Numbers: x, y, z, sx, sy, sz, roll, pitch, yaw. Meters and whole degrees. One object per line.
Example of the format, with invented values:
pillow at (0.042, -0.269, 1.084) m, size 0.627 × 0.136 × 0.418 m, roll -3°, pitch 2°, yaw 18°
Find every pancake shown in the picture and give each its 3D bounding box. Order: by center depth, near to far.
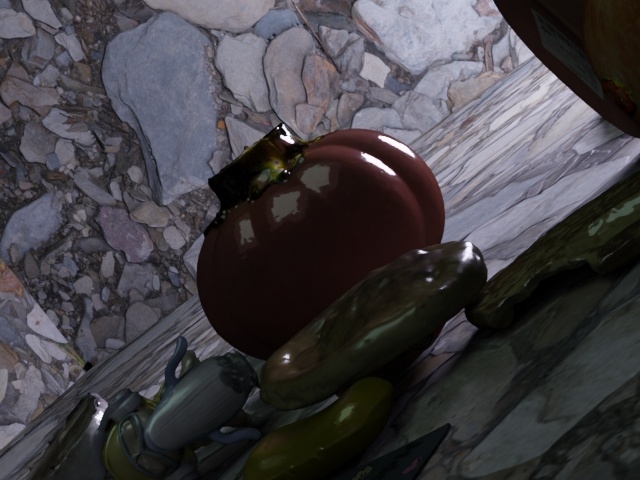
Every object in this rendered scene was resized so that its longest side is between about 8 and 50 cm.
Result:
pancake at (0.213, -0.002, 1.070) m, size 0.235 × 0.029 × 0.212 m, roll -32°, pitch 7°, yaw 45°
pancake at (0.037, 0.066, 1.147) m, size 0.242 × 0.050 × 0.242 m, roll -33°, pitch 7°, yaw 4°

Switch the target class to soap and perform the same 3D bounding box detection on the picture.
soap at (0.000, 0.154, 1.028) m, size 0.140 × 0.045 × 0.089 m, roll -33°, pitch 9°, yaw 27°

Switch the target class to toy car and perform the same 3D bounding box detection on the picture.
toy car at (0.061, 0.100, 1.164) m, size 0.122 × 0.035 × 0.059 m, roll -29°, pitch 6°, yaw 3°

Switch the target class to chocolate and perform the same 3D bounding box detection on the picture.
chocolate at (-0.305, 0.285, 1.634) m, size 0.185 × 0.100 × 0.303 m, roll -49°, pitch 4°, yaw -9°

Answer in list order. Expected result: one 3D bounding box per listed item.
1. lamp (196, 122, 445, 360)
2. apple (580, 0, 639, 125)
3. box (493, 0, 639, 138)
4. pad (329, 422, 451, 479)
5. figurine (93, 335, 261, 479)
lamp at (-0.012, -0.011, 1.485) m, size 0.305 × 0.239 × 0.305 m, roll -37°, pitch 6°, yaw 5°
apple at (0.313, -0.171, 1.030) m, size 0.211 × 0.188 × 0.211 m, roll -40°, pitch 3°, yaw 2°
box at (0.306, -0.250, 1.261) m, size 0.216 × 0.301 × 0.301 m, roll -44°, pitch 5°, yaw 1°
pad at (-0.020, 0.214, 0.869) m, size 0.170 × 0.006 × 0.245 m, roll -34°, pitch 7°, yaw 39°
figurine at (-0.140, 0.181, 1.353) m, size 0.184 × 0.128 × 0.208 m, roll -39°, pitch -3°, yaw 8°
